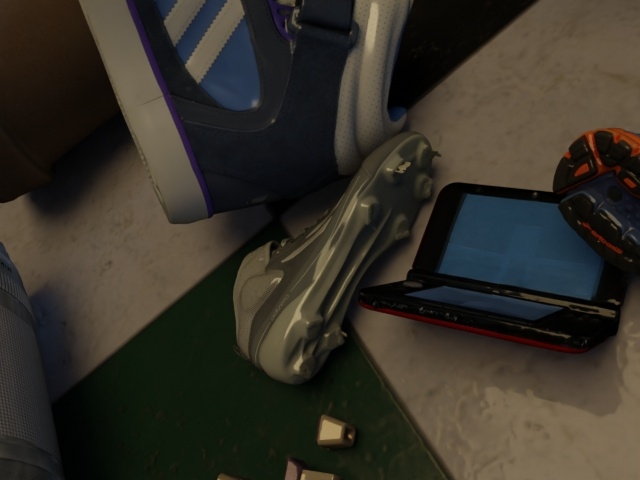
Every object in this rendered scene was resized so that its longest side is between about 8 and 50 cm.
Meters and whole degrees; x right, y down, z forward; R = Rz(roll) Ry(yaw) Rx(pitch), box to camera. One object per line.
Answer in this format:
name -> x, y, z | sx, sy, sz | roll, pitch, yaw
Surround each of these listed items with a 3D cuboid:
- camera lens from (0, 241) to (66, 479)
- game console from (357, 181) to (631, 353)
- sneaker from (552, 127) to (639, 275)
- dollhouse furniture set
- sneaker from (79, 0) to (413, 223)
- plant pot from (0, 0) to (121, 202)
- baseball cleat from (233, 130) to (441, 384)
camera lens -> -0.323, 0.132, 0.551 | 0.219, 0.219, 0.274 | -35, 53, 9
game console -> 0.114, 0.009, 0.458 | 0.144, 0.124, 0.085 | 9, 97, 33
sneaker -> 0.230, 0.015, 0.388 | 0.087, 0.083, 0.221 | -19, 64, -33
dollhouse furniture set -> -0.044, 0.146, 0.456 | 0.081, 0.114, 0.091 | -3, 67, 33
sneaker -> -0.054, -0.189, 0.540 | 0.236, 0.323, 0.130 | -21, 9, -12
plant pot -> -0.266, -0.201, 0.696 | 0.229, 0.263, 0.263 | -27, 54, -6
baseball cleat -> 0.000, 0.000, 0.533 | 0.109, 0.072, 0.206 | 21, 73, 42
